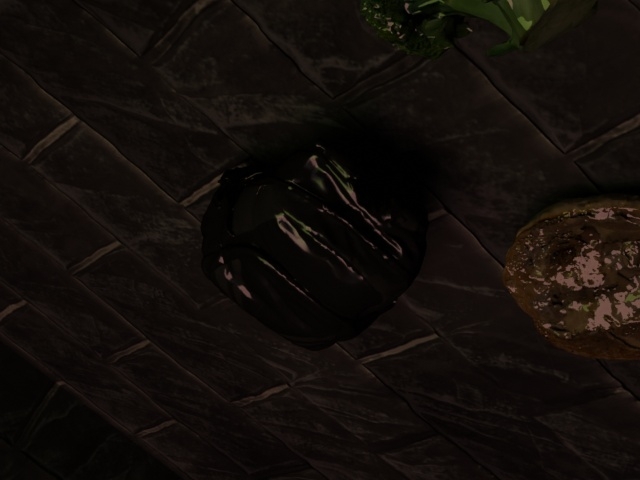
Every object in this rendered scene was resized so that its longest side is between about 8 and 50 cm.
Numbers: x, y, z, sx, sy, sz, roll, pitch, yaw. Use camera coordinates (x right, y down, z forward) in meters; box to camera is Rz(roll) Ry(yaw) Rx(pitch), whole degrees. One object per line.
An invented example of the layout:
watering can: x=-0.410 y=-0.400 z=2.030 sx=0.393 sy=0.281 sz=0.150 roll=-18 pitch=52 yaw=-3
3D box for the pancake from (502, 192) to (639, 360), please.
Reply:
pancake: x=0.469 y=0.064 z=1.654 sx=0.386 sy=0.082 sz=0.387 roll=15 pitch=140 yaw=13

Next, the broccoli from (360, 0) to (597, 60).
broccoli: x=0.181 y=-0.349 z=1.130 sx=0.310 sy=0.321 sz=0.413 roll=35 pitch=152 yaw=1

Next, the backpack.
backpack: x=0.000 y=0.000 z=1.754 sx=0.363 sy=0.255 sz=0.445 roll=38 pitch=158 yaw=-11
